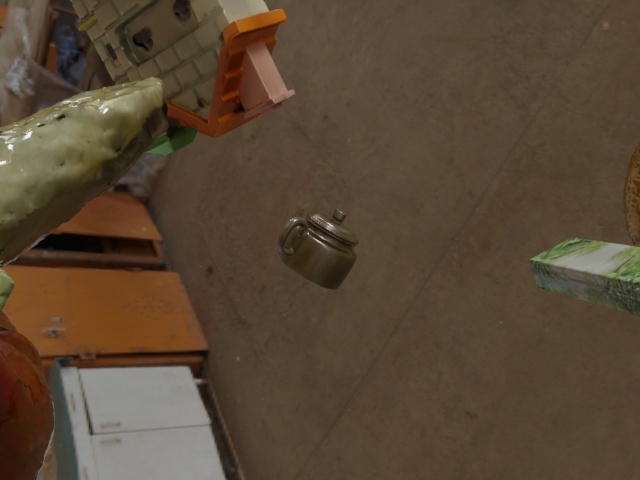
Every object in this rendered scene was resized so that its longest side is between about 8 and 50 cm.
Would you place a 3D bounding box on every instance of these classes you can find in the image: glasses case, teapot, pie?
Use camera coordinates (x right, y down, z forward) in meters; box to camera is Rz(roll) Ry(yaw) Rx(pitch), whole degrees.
[{"bbox_3d":[0.423,0.052,0.905,0.062,0.095,0.272,68,168,-12],"label":"glasses case"},{"bbox_3d":[0.000,0.000,1.535,0.186,0.268,0.175,35,101,38],"label":"teapot"},{"bbox_3d":[-0.239,-0.003,0.410,0.339,0.077,0.339,-33,22,15],"label":"pie"}]

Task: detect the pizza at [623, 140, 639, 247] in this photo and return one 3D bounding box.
[{"bbox_3d":[0.720,-0.064,1.185,0.278,0.114,0.408,-13,111,37],"label":"pizza"}]

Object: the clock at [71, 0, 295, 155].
[{"bbox_3d":[-0.145,-0.235,0.659,0.220,0.106,0.255,-16,107,35],"label":"clock"}]

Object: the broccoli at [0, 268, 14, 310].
[{"bbox_3d":[-0.624,0.154,1.014,0.280,0.348,0.293,-57,3,-8],"label":"broccoli"}]

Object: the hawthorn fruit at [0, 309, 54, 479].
[{"bbox_3d":[-0.523,0.221,0.692,0.403,0.403,0.402,-13,74,53],"label":"hawthorn fruit"}]
